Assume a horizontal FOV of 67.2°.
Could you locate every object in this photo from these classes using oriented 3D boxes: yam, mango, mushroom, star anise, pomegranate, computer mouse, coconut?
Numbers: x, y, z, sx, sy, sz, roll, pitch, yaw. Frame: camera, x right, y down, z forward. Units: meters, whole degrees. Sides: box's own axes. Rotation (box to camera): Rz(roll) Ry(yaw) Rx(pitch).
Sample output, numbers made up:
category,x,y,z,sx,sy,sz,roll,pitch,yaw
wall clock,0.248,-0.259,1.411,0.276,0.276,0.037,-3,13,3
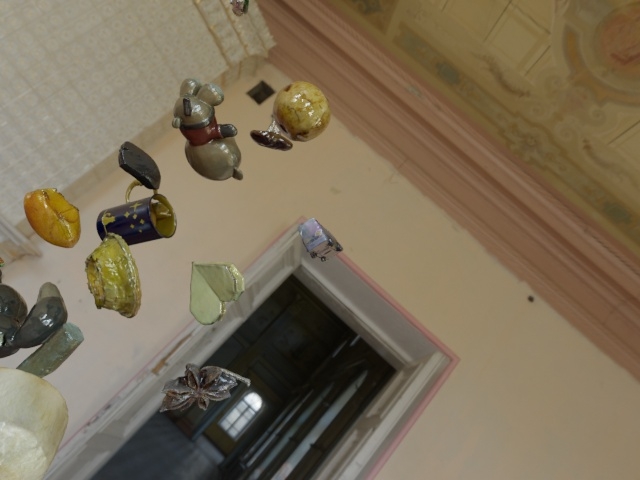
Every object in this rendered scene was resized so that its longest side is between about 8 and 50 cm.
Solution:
category,x,y,z,sx,sy,sz,roll,pitch,yaw
yam,-0.970,0.415,1.713,0.106,0.259,0.106,42,-10,9
mango,-0.965,-0.079,1.746,0.126,0.154,0.252,2,-53,30
mushroom,-0.229,-0.561,2.356,0.226,0.218,0.148,11,2,-38
star anise,-0.336,0.418,1.384,0.081,0.262,0.230,-119,-163,-48
pomegranate,-0.064,-0.468,1.739,0.215,0.215,0.215,37,-22,18
computer mouse,-0.656,-0.273,1.782,0.217,0.073,0.122,46,24,-50
coconut,-0.774,0.453,1.166,0.328,0.329,0.329,37,-22,18

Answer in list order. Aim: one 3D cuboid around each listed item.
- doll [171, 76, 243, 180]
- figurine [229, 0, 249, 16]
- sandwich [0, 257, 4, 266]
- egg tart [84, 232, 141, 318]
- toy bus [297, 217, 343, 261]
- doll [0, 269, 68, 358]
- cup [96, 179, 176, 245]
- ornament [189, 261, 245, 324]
category,x,y,z,sx,sy,sz,roll,pitch,yaw
doll,-0.356,-0.327,1.502,0.235,0.174,0.330,19,-37,30
figurine,-0.296,-0.879,1.779,0.083,0.083,0.187,49,6,-12
sandwich,-1.076,0.029,1.551,0.067,0.029,0.135,-4,-65,18
egg tart,-0.714,0.126,1.633,0.315,0.120,0.315,16,-69,45
toy bus,0.000,0.000,1.941,0.138,0.112,0.317,60,5,15
doll,-1.171,0.283,1.863,0.252,0.378,0.383,105,-29,-49
cup,-0.719,-0.100,1.908,0.256,0.255,0.178,-11,-45,15
ornament,-0.311,0.125,1.366,0.180,0.059,0.201,49,-62,17
